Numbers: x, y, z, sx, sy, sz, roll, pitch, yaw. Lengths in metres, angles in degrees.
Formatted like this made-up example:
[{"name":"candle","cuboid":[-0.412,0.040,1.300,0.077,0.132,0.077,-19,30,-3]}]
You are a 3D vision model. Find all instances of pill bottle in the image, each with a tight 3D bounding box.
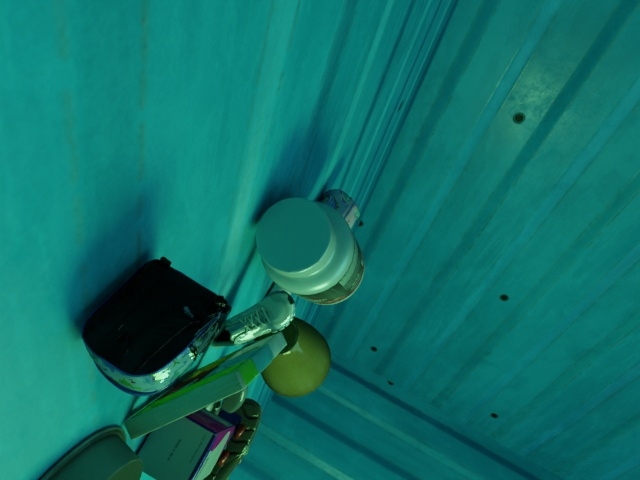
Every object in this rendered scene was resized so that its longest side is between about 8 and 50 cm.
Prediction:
[{"name":"pill bottle","cuboid":[-0.014,0.025,0.895,0.177,0.176,0.318,-61,163,-7]}]

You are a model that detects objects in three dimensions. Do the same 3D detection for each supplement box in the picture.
[{"name":"supplement box","cuboid":[-0.254,0.394,0.888,0.111,0.113,0.220,-61,171,-17]}]

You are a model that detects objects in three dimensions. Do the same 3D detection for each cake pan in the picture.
[{"name":"cake pan","cuboid":[-0.329,0.383,0.569,0.293,0.054,0.293,-60,172,-15]}]

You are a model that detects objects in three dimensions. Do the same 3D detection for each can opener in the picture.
[{"name":"can opener","cuboid":[-0.255,0.416,1.076,0.281,0.093,0.074,-61,175,31]}]

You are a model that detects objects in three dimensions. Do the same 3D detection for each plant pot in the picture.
[{"name":"plant pot","cuboid":[-0.101,0.327,1.379,0.237,0.237,0.254,-59,158,-22]}]

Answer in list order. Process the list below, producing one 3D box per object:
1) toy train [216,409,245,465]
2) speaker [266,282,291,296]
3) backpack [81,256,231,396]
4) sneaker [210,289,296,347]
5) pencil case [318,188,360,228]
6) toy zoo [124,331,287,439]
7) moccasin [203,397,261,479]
[{"name":"toy train","cuboid":[-0.310,0.580,1.215,0.143,0.105,0.248,-61,175,35]},{"name":"speaker","cuboid":[-0.099,0.124,1.201,0.136,0.055,0.055,-61,172,-14]},{"name":"backpack","cuboid":[-0.165,0.092,0.454,0.114,0.105,0.084,-49,164,-41]},{"name":"sneaker","cuboid":[-0.130,0.158,0.853,0.190,0.071,0.083,-33,170,22]},{"name":"pencil case","cuboid":[0.000,0.000,1.172,0.284,0.124,0.124,-58,171,-32]},{"name":"toy zoo","cuboid":[-0.169,0.228,0.781,0.192,0.030,0.293,-26,177,9]},{"name":"moccasin","cuboid":[-0.303,0.663,1.414,0.147,0.139,0.380,91,24,-87]}]
